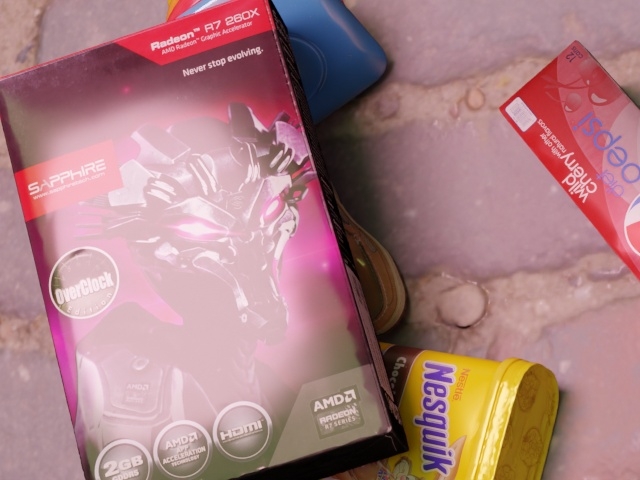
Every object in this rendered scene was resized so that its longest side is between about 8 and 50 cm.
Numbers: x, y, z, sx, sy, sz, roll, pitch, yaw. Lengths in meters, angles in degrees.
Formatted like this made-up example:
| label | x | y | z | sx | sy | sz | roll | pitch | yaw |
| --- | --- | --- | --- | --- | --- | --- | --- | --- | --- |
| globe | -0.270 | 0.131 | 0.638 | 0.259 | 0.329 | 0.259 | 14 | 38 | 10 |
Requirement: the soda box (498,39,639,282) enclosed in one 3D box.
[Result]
| label | x | y | z | sx | sy | sz | roll | pitch | yaw |
| --- | --- | --- | --- | --- | --- | --- | --- | --- | --- |
| soda box | 0.246 | -0.025 | 1.436 | 0.083 | 0.092 | 0.263 | -41 | 55 | 10 |

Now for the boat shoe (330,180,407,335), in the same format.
| label | x | y | z | sx | sy | sz | roll | pitch | yaw |
| --- | --- | --- | --- | --- | --- | --- | --- | --- | --- |
| boat shoe | 0.000 | 0.000 | 1.587 | 0.068 | 0.072 | 0.190 | -44 | 55 | 9 |

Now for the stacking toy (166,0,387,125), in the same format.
| label | x | y | z | sx | sy | sz | roll | pitch | yaw |
| --- | --- | --- | --- | --- | --- | --- | --- | --- | --- |
| stacking toy | -0.078 | -0.236 | 1.700 | 0.165 | 0.175 | 0.302 | -32 | 46 | 13 |

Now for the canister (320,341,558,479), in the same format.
| label | x | y | z | sx | sy | sz | roll | pitch | yaw |
| --- | --- | --- | --- | --- | --- | --- | --- | --- | --- |
| canister | 0.083 | 0.144 | 1.479 | 0.170 | 0.073 | 0.126 | 7 | 75 | 35 |

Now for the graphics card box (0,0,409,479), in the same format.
| label | x | y | z | sx | sy | sz | roll | pitch | yaw |
| --- | --- | --- | --- | --- | --- | --- | --- | --- | --- |
| graphics card box | -0.095 | 0.016 | 1.470 | 0.232 | 0.094 | 0.371 | -17 | 72 | 5 |
